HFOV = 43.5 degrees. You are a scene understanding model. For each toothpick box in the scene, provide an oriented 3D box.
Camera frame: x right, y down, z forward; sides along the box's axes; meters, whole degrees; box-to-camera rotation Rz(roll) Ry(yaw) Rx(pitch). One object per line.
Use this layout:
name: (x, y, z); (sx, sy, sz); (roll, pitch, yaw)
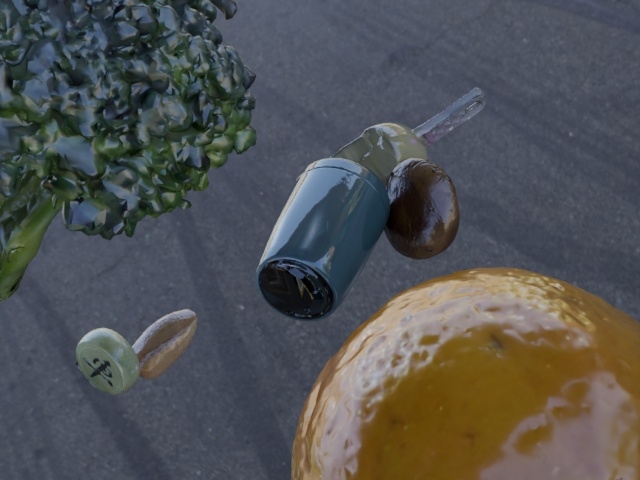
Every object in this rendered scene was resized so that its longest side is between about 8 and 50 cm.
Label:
toothpick box: (0.000, 0.000, 0.912); (0.120, 0.120, 0.184); (-7, 35, 30)

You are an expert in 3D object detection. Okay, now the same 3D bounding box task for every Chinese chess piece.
Chinese chess piece: (-0.254, 0.145, 0.958); (0.084, 0.084, 0.034); (2, 29, 35)

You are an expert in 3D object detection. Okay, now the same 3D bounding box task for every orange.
orange: (0.135, 0.181, 0.647); (0.340, 0.340, 0.293); (-33, 50, 6)

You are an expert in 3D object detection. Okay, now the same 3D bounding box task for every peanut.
peanut: (-0.261, 0.172, 1.335); (0.152, 0.076, 0.076); (-41, 42, 6)

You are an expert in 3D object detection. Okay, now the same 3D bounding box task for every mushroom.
mushroom: (0.113, -0.038, 0.962); (0.052, 0.123, 0.123); (-11, 25, -40)

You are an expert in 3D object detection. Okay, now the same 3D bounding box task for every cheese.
cheese: (0.098, -0.113, 1.077); (0.286, 0.163, 0.082); (-37, 71, 10)

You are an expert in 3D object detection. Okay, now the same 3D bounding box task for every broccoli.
broccoli: (-0.178, -0.077, 0.455); (0.274, 0.199, 0.177); (-22, 9, 36)
